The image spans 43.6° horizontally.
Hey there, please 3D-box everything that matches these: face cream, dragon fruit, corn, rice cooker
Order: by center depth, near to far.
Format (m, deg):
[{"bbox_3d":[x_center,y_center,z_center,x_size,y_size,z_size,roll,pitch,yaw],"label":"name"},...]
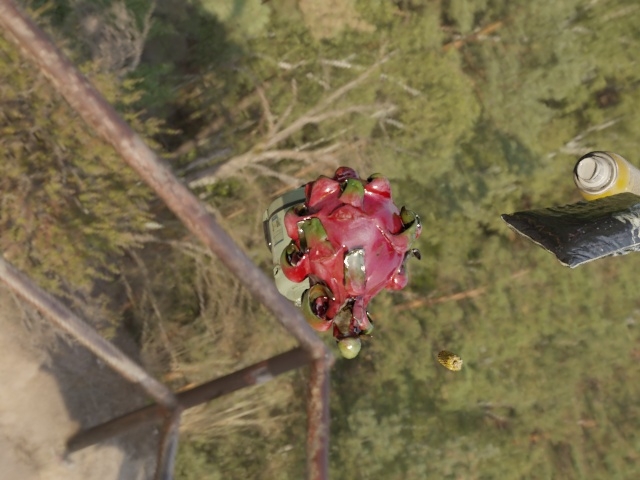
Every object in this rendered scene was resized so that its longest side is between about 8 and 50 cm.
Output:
[{"bbox_3d":[0.034,0.024,1.203,0.218,0.198,0.273,39,74,-32],"label":"dragon fruit"},{"bbox_3d":[0.217,0.200,1.336,0.083,0.028,0.027,-166,-87,-83],"label":"corn"},{"bbox_3d":[0.594,-0.109,1.601,0.348,0.105,0.105,12,57,-53],"label":"face cream"},{"bbox_3d":[0.000,0.000,1.634,0.226,0.226,0.244,17,59,-58],"label":"rice cooker"}]

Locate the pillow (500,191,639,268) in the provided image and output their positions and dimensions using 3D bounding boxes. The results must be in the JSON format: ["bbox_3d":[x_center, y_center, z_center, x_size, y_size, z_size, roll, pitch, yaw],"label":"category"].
[{"bbox_3d":[0.343,-0.018,0.976,0.141,0.208,0.055,-134,-142,-57],"label":"pillow"}]
